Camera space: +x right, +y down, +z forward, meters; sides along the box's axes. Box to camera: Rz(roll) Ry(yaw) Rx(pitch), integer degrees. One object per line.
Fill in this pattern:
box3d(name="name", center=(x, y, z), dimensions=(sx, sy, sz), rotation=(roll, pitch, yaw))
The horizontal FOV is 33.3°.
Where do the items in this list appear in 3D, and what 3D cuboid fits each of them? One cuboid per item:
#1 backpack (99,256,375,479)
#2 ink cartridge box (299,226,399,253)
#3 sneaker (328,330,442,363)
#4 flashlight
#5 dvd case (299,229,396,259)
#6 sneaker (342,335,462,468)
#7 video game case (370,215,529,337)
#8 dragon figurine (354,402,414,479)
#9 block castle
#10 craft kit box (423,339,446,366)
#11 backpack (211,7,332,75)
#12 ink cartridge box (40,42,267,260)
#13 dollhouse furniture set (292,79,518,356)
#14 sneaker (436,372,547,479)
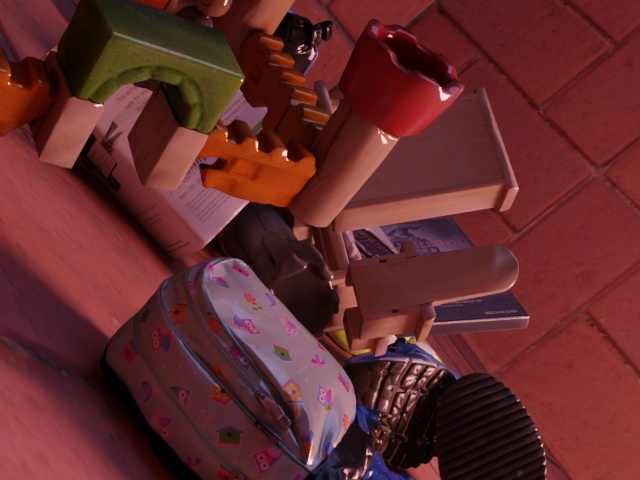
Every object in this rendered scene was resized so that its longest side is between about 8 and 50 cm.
box3d(name="backpack", center=(-0.050, 0.103, 0.698), dimensions=(0.182, 0.115, 0.152), rotation=(48, 9, 4))
box3d(name="ink cartridge box", center=(0.000, 0.000, 1.490), dimensions=(0.239, 0.060, 0.275), rotation=(21, 22, -31))
box3d(name="sneaker", center=(0.087, 0.136, 1.530), dimensions=(0.240, 0.091, 0.126), rotation=(46, 7, -28))
box3d(name="flashlight", center=(-0.052, 0.017, 1.138), dimensions=(0.103, 0.103, 0.304), rotation=(19, 14, -22))
box3d(name="dvd case", center=(0.040, 0.012, 1.407), dimensions=(0.221, 0.018, 0.164), rotation=(38, 20, 18))
box3d(name="sneaker", center=(0.099, 0.191, 1.289), dimensions=(0.147, 0.129, 0.330), rotation=(29, -1, 34))
box3d(name="video game case", center=(0.151, 0.044, 1.532), dimensions=(0.274, 0.196, 0.026), rotation=(-119, -148, -53))
box3d(name="dragon figurine", center=(0.009, 0.167, 0.855), dimensions=(0.144, 0.085, 0.289), rotation=(42, 12, -52))
box3d(name="block castle", center=(-0.135, -0.208, 0.757), dimensions=(0.453, 0.212, 0.303), rotation=(13, 35, -38))
box3d(name="craft kit box", center=(0.204, 0.260, 1.794), dimensions=(0.250, 0.061, 0.247), rotation=(52, 9, 16))
box3d(name="backpack", center=(-0.168, -0.287, 1.521), dimensions=(0.263, 0.276, 0.213), rotation=(40, 5, -24))
box3d(name="ink cartridge box", center=(-0.146, -0.117, 1.011), dimensions=(0.219, 0.160, 0.093), rotation=(49, -28, -11))
box3d(name="dollhouse furniture set", center=(0.081, 0.008, 1.139), dimensions=(0.355, 0.174, 0.303), rotation=(96, -17, -63))
box3d(name="sneaker", center=(0.208, 0.311, 1.211), dimensions=(0.146, 0.123, 0.330), rotation=(110, -39, -83))
